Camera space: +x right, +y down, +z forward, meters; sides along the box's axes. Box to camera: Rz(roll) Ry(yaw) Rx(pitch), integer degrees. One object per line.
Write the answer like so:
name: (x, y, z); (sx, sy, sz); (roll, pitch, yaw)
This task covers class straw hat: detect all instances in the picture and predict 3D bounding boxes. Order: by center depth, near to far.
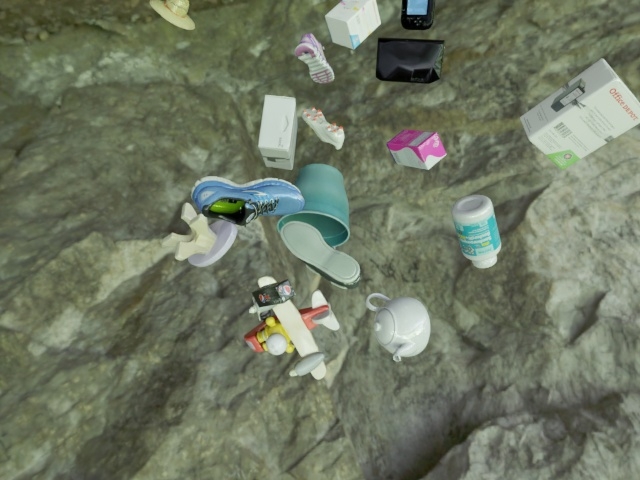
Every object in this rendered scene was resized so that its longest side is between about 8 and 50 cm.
straw hat: (-0.410, -0.674, 1.468); (0.061, 0.144, 0.144); (-52, 179, 31)

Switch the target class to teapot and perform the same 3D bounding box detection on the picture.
teapot: (0.291, 0.333, 2.006); (0.187, 0.252, 0.256); (5, 172, -24)

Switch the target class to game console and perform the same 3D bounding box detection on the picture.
game console: (0.287, -0.681, 1.604); (0.213, 0.361, 0.044); (9, -155, 17)

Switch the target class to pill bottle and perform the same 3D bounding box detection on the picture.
pill bottle: (0.582, -0.026, 1.894); (0.146, 0.264, 0.146); (-18, -150, 11)

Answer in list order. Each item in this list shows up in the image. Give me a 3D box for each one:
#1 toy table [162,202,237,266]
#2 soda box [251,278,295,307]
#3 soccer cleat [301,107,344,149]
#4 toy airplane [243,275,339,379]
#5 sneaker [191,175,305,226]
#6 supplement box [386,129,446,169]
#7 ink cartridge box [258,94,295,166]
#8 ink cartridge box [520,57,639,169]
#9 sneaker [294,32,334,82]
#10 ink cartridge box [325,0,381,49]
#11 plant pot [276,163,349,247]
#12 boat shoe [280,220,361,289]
toy table: (-0.477, -0.015, 1.997); (0.274, 0.161, 0.252); (-37, -136, 26)
soda box: (-0.147, 0.165, 1.586); (0.053, 0.060, 0.169); (-29, -174, -35)
soccer cleat: (0.002, -0.364, 1.659); (0.068, 0.076, 0.196); (-27, -128, -28)
toy airplane: (-0.119, 0.365, 2.077); (0.386, 0.384, 0.272); (23, -151, 9)
sneaker: (-0.198, -0.096, 1.476); (0.330, 0.129, 0.147); (-2, -139, -22)
supplement box: (0.392, -0.377, 2.107); (0.114, 0.111, 0.220); (-39, -151, -12)
ink cartridge box: (-0.174, -0.449, 2.166); (0.129, 0.223, 0.307); (7, 174, 0)
ink cartridge box: (0.778, -0.367, 1.524); (0.273, 0.198, 0.114); (-37, -142, 36)
sneaker: (-0.014, -0.710, 1.987); (0.095, 0.236, 0.104); (-7, -116, 25)
ink cartridge box: (0.101, -0.645, 1.485); (0.090, 0.092, 0.143); (32, -109, 34)
plant pot: (-0.011, -0.143, 1.955); (0.272, 0.271, 0.255); (-8, -122, 27)
boat shoe: (-0.004, 0.051, 1.585); (0.114, 0.091, 0.302); (-42, -118, -16)
